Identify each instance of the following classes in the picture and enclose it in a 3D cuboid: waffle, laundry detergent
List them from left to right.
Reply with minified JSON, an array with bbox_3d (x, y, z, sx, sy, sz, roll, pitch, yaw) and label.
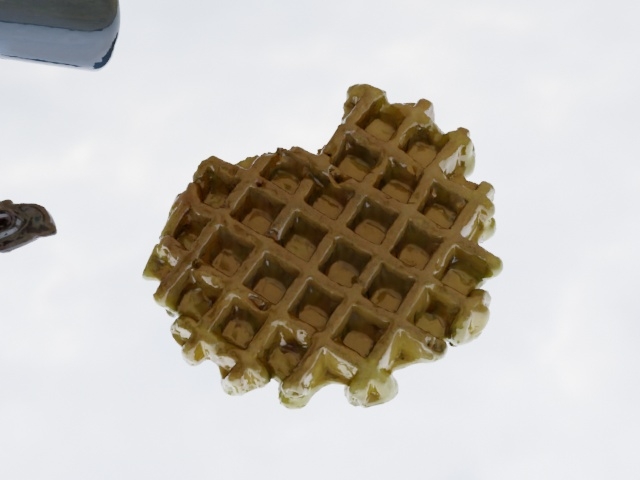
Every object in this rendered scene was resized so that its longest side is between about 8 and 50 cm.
[{"bbox_3d":[-0.226,-0.146,0.885,0.206,0.061,0.096,3,-138,-28],"label":"laundry detergent"},{"bbox_3d":[0.000,0.000,1.056,0.253,0.056,0.249,-1,-117,2],"label":"waffle"}]

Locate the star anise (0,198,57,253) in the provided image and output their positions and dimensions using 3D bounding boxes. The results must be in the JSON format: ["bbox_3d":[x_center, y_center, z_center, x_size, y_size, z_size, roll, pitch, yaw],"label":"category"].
[{"bbox_3d":[-0.386,-0.039,1.383,0.283,0.129,0.212,-2,-179,-1],"label":"star anise"}]
